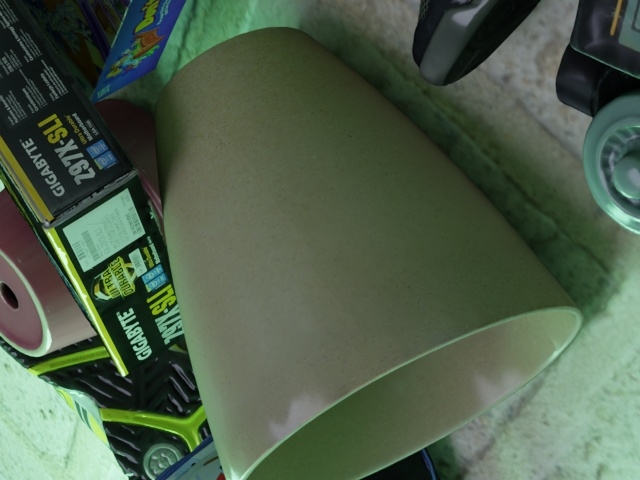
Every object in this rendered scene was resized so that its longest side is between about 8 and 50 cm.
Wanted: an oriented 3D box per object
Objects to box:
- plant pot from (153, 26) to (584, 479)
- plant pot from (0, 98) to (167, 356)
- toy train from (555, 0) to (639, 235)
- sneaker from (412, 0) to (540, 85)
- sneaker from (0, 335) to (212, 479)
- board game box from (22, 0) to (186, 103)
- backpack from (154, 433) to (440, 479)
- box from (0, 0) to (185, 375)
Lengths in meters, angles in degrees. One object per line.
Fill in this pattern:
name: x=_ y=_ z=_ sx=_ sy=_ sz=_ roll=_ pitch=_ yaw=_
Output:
plant pot: x=0.000 y=0.000 z=0.992 sx=0.274 sy=0.256 sz=0.256 roll=62 pitch=151 yaw=20
plant pot: x=-0.212 y=0.002 z=1.286 sx=0.201 sy=0.180 sz=0.201 roll=32 pitch=140 yaw=31
toy train: x=0.261 y=-0.062 z=0.675 sx=0.334 sy=0.142 sz=0.190 roll=31 pitch=131 yaw=31
sneaker: x=0.079 y=-0.198 z=0.819 sx=0.130 sy=0.087 sz=0.227 roll=40 pitch=142 yaw=20
sneaker: x=-0.166 y=0.152 z=1.444 sx=0.385 sy=0.145 sz=0.147 roll=47 pitch=178 yaw=7
board game box: x=-0.234 y=-0.305 z=1.125 sx=0.347 sy=0.078 sz=0.233 roll=50 pitch=147 yaw=7
backpack: x=-0.029 y=0.258 z=1.215 sx=0.277 sy=0.263 sz=0.213 roll=63 pitch=163 yaw=-14
box: x=-0.218 y=-0.084 z=1.089 sx=0.322 sy=0.079 sz=0.257 roll=54 pitch=170 yaw=24
